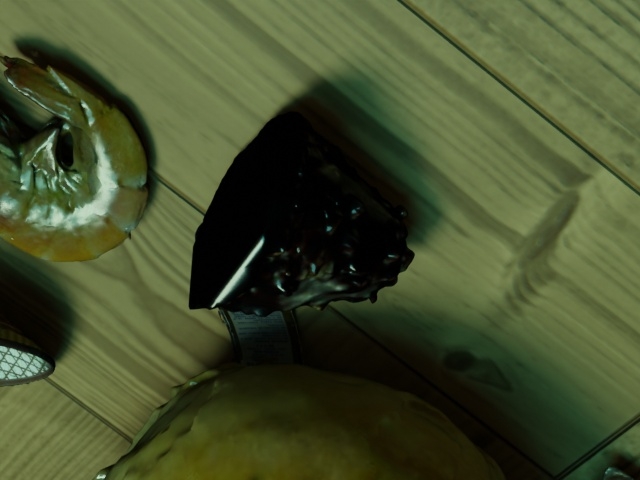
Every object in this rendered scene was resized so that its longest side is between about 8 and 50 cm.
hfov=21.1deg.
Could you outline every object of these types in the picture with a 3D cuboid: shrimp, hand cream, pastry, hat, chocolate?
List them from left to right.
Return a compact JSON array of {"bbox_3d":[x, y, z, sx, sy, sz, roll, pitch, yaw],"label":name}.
[{"bbox_3d":[-0.306,0.059,1.384,0.193,0.082,0.193,3,164,1],"label":"hat"},{"bbox_3d":[-0.231,-0.083,1.262,0.248,0.068,0.150,41,116,-17],"label":"shrimp"},{"bbox_3d":[-0.055,0.052,1.311,0.062,0.039,0.163,-3,129,20],"label":"hand cream"},{"bbox_3d":[-0.020,0.280,1.312,0.409,0.245,0.410,8,132,9],"label":"pastry"},{"bbox_3d":[0.000,0.000,1.196,0.133,0.156,0.156,25,131,-18],"label":"chocolate"}]

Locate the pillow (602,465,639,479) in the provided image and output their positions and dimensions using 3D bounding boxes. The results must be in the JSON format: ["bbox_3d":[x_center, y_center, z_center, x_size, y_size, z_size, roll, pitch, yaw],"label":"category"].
[{"bbox_3d":[0.316,0.253,1.295,0.270,0.067,0.173,6,121,16],"label":"pillow"}]
